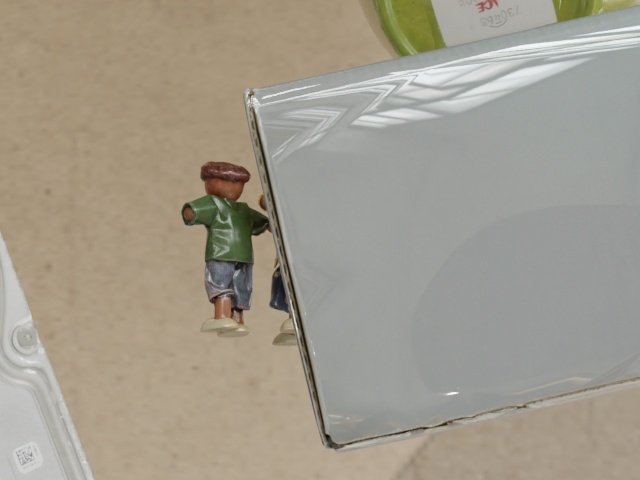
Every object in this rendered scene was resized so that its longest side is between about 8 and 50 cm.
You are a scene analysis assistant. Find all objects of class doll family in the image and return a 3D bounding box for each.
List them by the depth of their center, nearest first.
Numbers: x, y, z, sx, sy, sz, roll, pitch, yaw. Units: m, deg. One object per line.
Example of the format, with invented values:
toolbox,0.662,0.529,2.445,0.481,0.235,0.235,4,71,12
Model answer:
doll family,0.000,0.000,1.028,0.193,0.076,0.111,19,66,-62

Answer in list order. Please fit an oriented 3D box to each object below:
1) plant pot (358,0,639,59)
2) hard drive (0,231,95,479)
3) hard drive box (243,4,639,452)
plant pot,0.126,-0.199,1.250,0.293,0.275,0.275,-56,133,-67
hard drive,-0.262,0.080,0.978,0.237,0.064,0.339,-24,102,-28
hard drive box,0.103,-0.012,0.510,0.232,0.181,0.089,-13,86,-1
